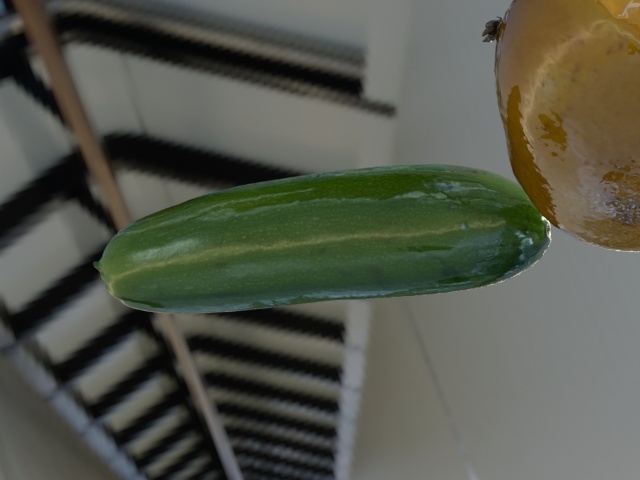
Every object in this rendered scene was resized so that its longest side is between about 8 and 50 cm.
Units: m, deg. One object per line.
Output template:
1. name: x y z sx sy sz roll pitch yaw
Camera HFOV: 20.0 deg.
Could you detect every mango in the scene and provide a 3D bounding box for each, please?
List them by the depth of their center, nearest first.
1. mango: 0.184 -0.070 0.938 0.257 0.187 0.138 82 -7 -65

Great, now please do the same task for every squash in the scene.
1. squash: 0.001 -0.001 1.123 0.082 0.292 0.082 -6 90 -69
